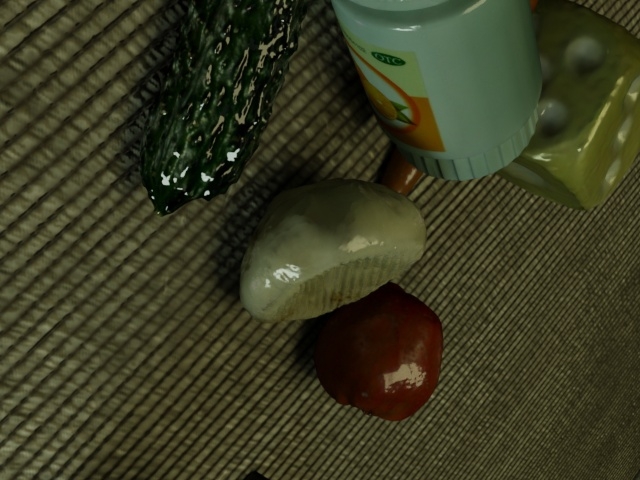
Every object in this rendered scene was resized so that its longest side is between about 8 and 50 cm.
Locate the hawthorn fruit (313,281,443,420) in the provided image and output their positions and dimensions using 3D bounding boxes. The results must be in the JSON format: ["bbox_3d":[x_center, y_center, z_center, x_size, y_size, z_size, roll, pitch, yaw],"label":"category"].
[{"bbox_3d":[0.063,0.111,1.336,0.138,0.133,0.133,-66,154,-9],"label":"hawthorn fruit"}]

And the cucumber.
[{"bbox_3d":[-0.047,-0.176,0.923,0.096,0.096,0.359,-8,120,-58],"label":"cucumber"}]

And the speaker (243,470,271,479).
[{"bbox_3d":[-0.070,0.343,1.411,0.082,0.044,0.218,-43,147,-32],"label":"speaker"}]

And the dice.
[{"bbox_3d":[0.245,-0.144,1.371,0.169,0.169,0.166,-61,154,-3],"label":"dice"}]

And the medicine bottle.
[{"bbox_3d":[0.097,-0.185,1.092,0.158,0.158,0.318,-54,151,-16],"label":"medicine bottle"}]

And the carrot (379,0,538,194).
[{"bbox_3d":[0.133,-0.155,1.289,0.336,0.069,0.069,-62,153,8],"label":"carrot"}]

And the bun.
[{"bbox_3d":[0.000,0.000,1.156,0.183,0.102,0.183,-23,163,-8],"label":"bun"}]
